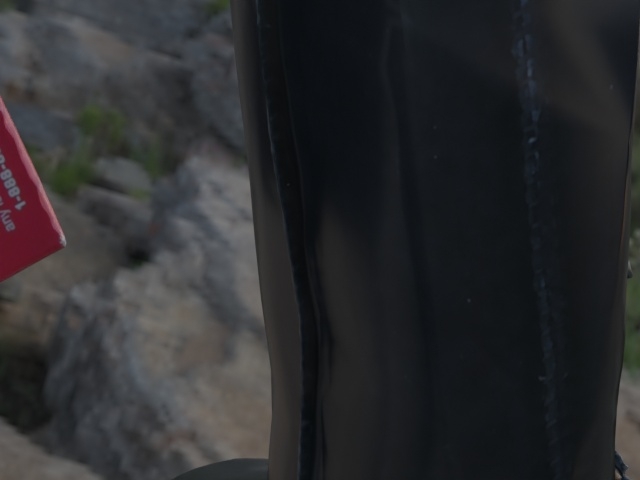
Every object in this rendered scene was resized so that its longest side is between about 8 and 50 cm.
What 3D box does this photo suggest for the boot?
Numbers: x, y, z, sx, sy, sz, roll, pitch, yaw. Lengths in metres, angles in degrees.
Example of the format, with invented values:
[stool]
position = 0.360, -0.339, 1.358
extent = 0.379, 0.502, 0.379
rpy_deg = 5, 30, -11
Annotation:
[boot]
position = 0.001, 0.000, 0.700
extent = 0.146, 0.445, 0.367
rpy_deg = -17, 22, -23

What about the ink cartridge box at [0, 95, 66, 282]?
[ink cartridge box]
position = -0.288, -0.031, 0.735
extent = 0.306, 0.226, 0.131
rpy_deg = -31, 25, -19
